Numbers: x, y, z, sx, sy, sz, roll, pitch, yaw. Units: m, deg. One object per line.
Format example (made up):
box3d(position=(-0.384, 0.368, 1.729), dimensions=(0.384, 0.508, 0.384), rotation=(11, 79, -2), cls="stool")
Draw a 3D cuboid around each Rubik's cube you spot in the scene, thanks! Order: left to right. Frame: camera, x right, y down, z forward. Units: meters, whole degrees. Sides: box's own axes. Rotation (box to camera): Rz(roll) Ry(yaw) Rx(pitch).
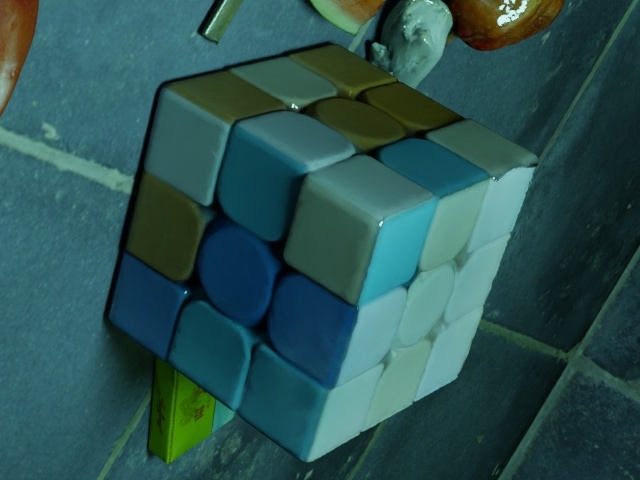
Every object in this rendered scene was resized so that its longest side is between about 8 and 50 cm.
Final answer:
box3d(position=(0.000, 0.000, 1.916), dimensions=(0.347, 0.344, 0.346), rotation=(-19, 134, -49), cls="Rubik's cube")

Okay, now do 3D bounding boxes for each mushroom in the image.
box3d(position=(0.107, -0.217, 2.142), dimensions=(0.099, 0.096, 0.278), rotation=(-21, 140, -48), cls="mushroom")

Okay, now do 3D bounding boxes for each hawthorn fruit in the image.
box3d(position=(0.252, -0.342, 2.170), dimensions=(0.179, 0.173, 0.173), rotation=(-50, 155, -41), cls="hawthorn fruit")

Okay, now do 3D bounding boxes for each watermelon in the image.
box3d(position=(0.042, -0.338, 1.908), dimensions=(0.193, 0.137, 0.145), rotation=(-32, 177, -39), cls="watermelon")

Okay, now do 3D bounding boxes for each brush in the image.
box3d(position=(-0.061, -0.332, 1.795), dimensions=(0.248, 0.036, 0.043), rotation=(-60, 149, 4), cls="brush")

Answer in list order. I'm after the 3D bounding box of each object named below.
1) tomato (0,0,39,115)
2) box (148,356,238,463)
box3d(position=(-0.350, -0.188, 1.250), dimensions=(0.298, 0.226, 0.298), rotation=(-36, 143, -33), cls="tomato")
box3d(position=(-0.108, 0.162, 2.235), dimensions=(0.335, 0.047, 0.187), rotation=(-32, 144, -40), cls="box")
